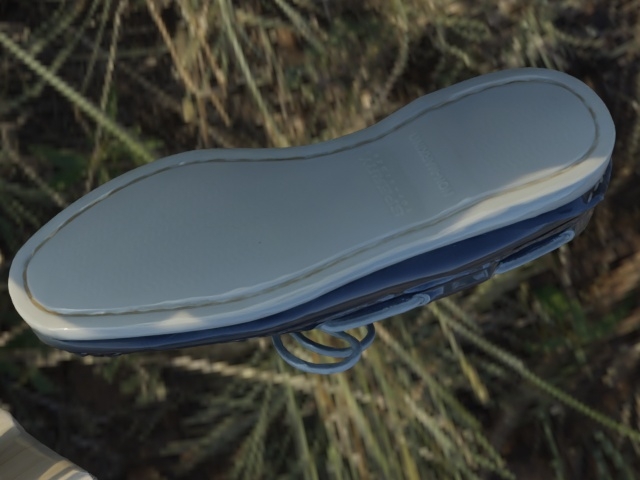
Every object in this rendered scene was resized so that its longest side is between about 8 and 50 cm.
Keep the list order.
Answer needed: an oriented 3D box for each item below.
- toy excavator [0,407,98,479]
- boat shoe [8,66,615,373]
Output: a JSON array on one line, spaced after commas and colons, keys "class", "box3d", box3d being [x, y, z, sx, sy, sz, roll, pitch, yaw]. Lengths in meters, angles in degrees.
[{"class": "toy excavator", "box3d": [-0.239, -0.099, 0.496, 0.222, 0.445, 0.433, -32, 126, -15]}, {"class": "boat shoe", "box3d": [0.000, 0.000, 0.735, 0.255, 0.095, 0.079, -21, 145, -13]}]
